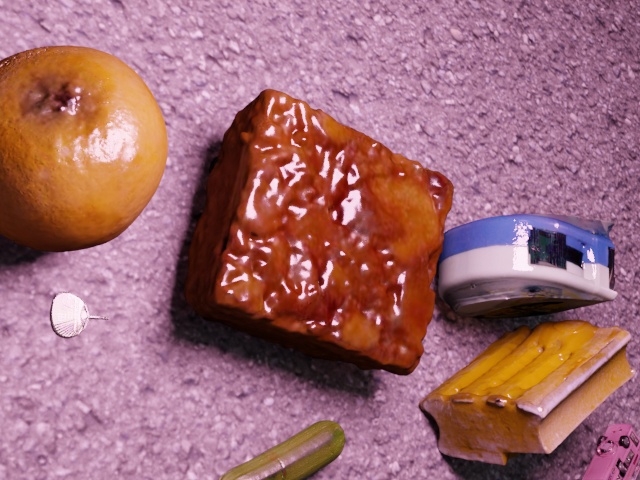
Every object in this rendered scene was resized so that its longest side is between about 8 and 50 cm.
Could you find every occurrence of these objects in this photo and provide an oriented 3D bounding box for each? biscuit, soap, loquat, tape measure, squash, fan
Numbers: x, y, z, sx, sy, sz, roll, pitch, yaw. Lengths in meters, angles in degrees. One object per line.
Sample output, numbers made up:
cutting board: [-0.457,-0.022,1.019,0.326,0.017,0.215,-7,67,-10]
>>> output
biscuit: [0.000,0.000,1.510,0.395,0.166,0.342,25,67,-34]
soap: [0.348,0.244,1.677,0.281,0.259,0.143,-26,100,-38]
loquat: [-0.319,-0.116,1.251,0.263,0.263,0.263,12,70,-36]
tape measure: [0.332,0.050,1.715,0.262,0.259,0.138,8,70,-36]
squash: [-0.051,0.321,1.459,0.229,0.066,0.066,-19,90,-40]
fan: [-0.324,0.105,1.342,0.080,0.003,0.060,38,57,-24]

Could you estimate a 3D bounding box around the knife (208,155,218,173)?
knife: [-0.079,-0.062,1.576,0.230,0.028,0.060,41,53,-26]

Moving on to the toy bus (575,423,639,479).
toy bus: [0.541,0.439,1.899,0.090,0.063,0.203,52,54,-18]
